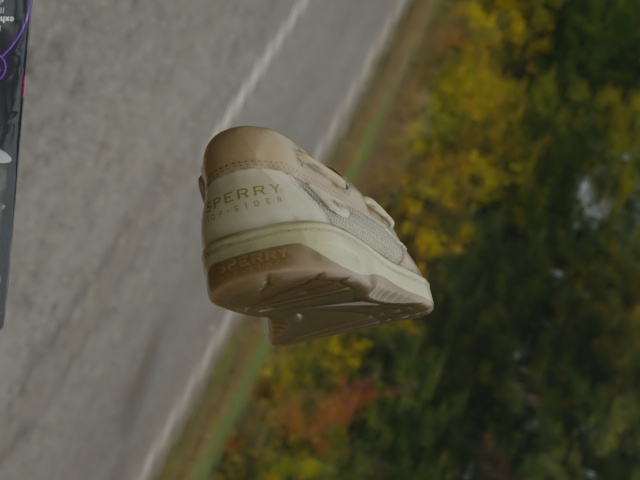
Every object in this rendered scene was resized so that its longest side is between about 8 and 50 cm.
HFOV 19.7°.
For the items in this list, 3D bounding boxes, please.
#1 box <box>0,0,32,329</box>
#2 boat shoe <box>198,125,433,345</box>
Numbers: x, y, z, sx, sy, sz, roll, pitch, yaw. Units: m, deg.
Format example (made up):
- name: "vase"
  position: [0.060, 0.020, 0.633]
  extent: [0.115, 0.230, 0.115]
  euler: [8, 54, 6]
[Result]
- name: "box"
  position: [-0.279, -0.091, 1.193]
  extent: [0.143, 0.165, 0.270]
  euler: [-115, -149, -60]
- name: "boat shoe"
  position: [0.000, 0.000, 1.260]
  extent: [0.341, 0.122, 0.110]
  euler: [44, 33, -75]
